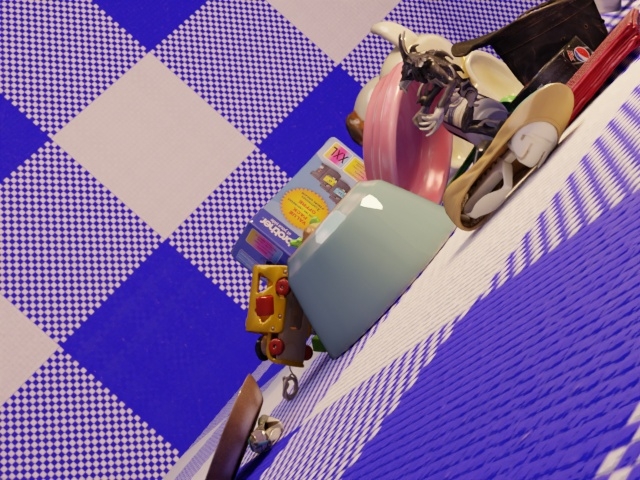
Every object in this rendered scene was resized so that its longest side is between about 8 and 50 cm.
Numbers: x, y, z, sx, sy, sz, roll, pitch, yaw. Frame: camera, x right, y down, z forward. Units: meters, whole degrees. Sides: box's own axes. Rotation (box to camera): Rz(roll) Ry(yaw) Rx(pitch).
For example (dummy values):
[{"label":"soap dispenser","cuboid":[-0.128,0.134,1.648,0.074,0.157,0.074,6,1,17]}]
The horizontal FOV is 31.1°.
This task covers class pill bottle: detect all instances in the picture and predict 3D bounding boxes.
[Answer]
[{"label":"pill bottle","cuboid":[0.302,-0.229,2.190,0.094,0.094,0.169,-48,25,1]}]

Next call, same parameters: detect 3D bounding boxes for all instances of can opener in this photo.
[{"label":"can opener","cuboid":[0.258,-0.110,1.644,0.186,0.059,0.073,-28,-45,-64]}]

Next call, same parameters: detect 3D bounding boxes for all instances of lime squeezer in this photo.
[{"label":"lime squeezer","cuboid":[0.354,-0.217,2.261,0.310,0.059,0.110,-46,32,34]}]

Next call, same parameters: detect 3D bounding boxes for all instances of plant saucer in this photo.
[{"label":"plant saucer","cuboid":[0.166,-0.192,2.213,0.332,0.084,0.332,-16,-72,-63]},{"label":"plant saucer","cuboid":[-0.124,0.292,1.672,0.198,0.036,0.198,21,-90,-87]}]

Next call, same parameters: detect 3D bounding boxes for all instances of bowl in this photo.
[{"label":"bowl","cuboid":[0.063,0.022,1.842,0.311,0.163,0.311,-48,2,2]}]

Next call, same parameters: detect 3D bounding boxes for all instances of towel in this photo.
[{"label":"towel","cuboid":[0.385,-0.237,1.628,0.199,0.031,0.275,-50,-2,23]}]

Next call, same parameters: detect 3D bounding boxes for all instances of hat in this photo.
[{"label":"hat","cuboid":[0.400,-0.348,2.016,0.331,0.134,0.331,-25,9,4]}]

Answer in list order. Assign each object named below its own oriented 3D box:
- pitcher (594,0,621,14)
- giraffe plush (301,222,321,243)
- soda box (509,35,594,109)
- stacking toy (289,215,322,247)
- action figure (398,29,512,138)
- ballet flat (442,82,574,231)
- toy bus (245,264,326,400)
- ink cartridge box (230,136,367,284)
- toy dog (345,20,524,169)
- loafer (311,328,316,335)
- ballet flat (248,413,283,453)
[{"label":"pitcher","cuboid":[0.547,-0.503,2.137,0.178,0.125,0.207,-33,-14,-33]},{"label":"giraffe plush","cuboid":[0.037,0.065,2.121,0.210,0.181,0.170,-75,3,-64]},{"label":"soda box","cuboid":[0.377,-0.255,1.859,0.053,0.060,0.169,-48,0,-31]},{"label":"stacking toy","cuboid":[0.066,-0.009,2.275,0.167,0.221,0.052,-50,-33,-71]},{"label":"action figure","cuboid":[0.220,-0.244,2.035,0.141,0.276,0.164,-51,0,13]},{"label":"ballet flat","cuboid":[0.249,-0.098,1.480,0.232,0.080,0.073,-51,27,28]},{"label":"toy bus","cuboid":[-0.074,0.136,1.940,0.104,0.191,0.202,1,34,34]},{"label":"ink cartridge box","cuboid":[0.000,0.000,2.458,0.395,0.270,0.151,-49,-4,-36]},{"label":"toy dog","cuboid":[0.212,-0.316,2.742,0.284,0.395,0.408,-58,12,-15]},{"label":"loafer","cuboid":[0.039,0.131,2.241,0.170,0.062,0.061,-42,37,-21]},{"label":"ballet flat","cuboid":[-0.073,0.276,1.656,0.041,0.041,0.114,-48,1,12]}]
